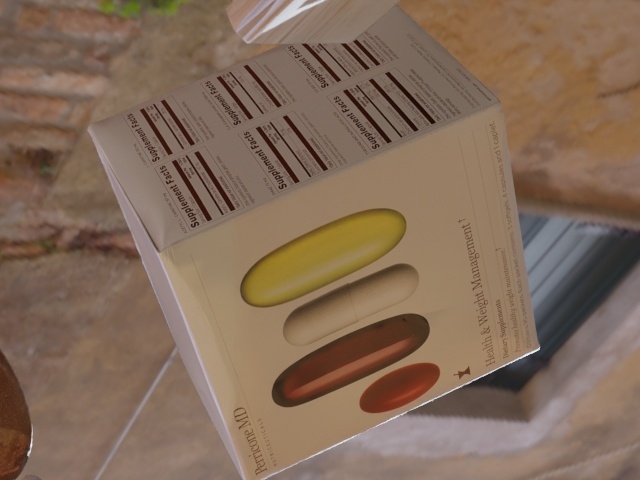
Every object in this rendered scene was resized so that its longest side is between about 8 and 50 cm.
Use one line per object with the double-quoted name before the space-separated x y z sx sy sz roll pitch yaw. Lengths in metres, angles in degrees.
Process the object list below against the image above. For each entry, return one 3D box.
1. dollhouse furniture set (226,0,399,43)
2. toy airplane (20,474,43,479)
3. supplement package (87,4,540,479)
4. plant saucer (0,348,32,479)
"dollhouse furniture set" 0.118 -0.248 0.630 0.394 0.362 0.256 -8 -109 -41
"toy airplane" -0.178 0.352 1.063 0.384 0.386 0.272 45 -105 -23
"supplement package" 0.000 0.000 0.810 0.203 0.194 0.149 -24 -141 -10
"plant saucer" -0.258 0.098 0.838 0.168 0.168 0.029 36 -142 2
